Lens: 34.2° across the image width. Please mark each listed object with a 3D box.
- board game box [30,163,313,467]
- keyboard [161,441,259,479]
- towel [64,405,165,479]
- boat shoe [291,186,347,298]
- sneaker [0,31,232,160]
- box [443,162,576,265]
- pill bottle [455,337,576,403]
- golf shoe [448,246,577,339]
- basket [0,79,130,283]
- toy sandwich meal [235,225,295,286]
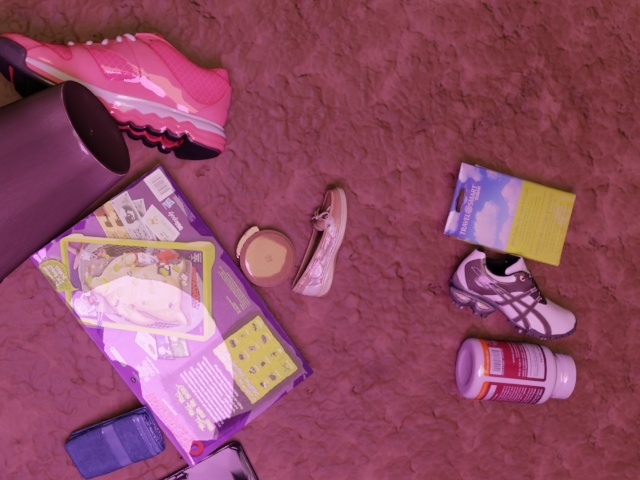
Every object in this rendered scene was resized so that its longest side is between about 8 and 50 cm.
[{"bbox_3d":[-0.191,0.098,1.366,0.208,0.056,0.347,-37,99,-14],"label":"board game box"},{"bbox_3d":[-0.166,0.354,1.389,0.180,0.023,0.108,-27,94,-10],"label":"keyboard"},{"bbox_3d":[-0.264,0.262,1.343,0.119,0.029,0.067,-22,102,9],"label":"towel"},{"bbox_3d":[-0.001,0.000,1.402,0.048,0.056,0.153,11,96,-17],"label":"boat shoe"},{"bbox_3d":[-0.258,-0.211,1.325,0.314,0.116,0.136,20,75,-18],"label":"sneaker"},{"bbox_3d":[0.261,-0.036,1.466,0.178,0.042,0.109,15,87,-13],"label":"box"},{"bbox_3d":[0.272,0.184,1.451,0.152,0.086,0.086,7,90,-13],"label":"pill bottle"},{"bbox_3d":[0.279,0.073,1.442,0.198,0.077,0.094,19,113,-14],"label":"golf shoe"},{"bbox_3d":[-0.353,-0.079,1.224,0.227,0.154,0.204,-29,116,14],"label":"basket"},{"bbox_3d":[-0.075,0.022,1.399,0.086,0.029,0.085,-1,93,-17],"label":"toy sandwich meal"}]
